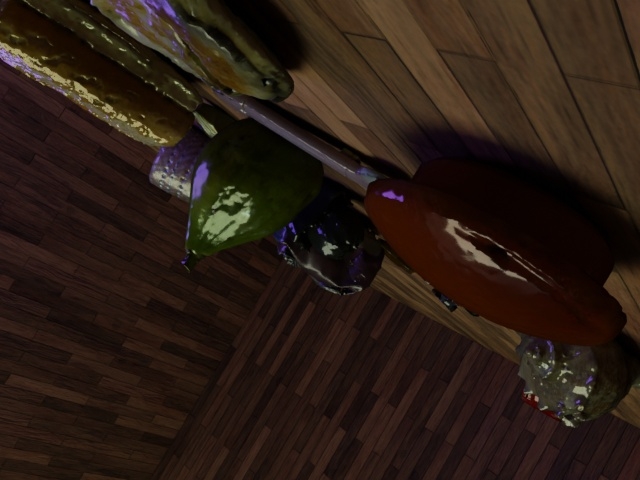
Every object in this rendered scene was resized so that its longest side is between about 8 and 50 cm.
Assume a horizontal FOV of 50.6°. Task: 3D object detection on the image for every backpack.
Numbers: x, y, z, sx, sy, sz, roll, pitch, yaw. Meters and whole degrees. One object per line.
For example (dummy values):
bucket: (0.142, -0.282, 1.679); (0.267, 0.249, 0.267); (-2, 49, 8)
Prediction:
backpack: (0.000, 0.000, 1.780); (0.283, 0.197, 0.317); (34, -175, -16)

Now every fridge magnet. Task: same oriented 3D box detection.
fridge magnet: (0.221, 0.015, 0.879); (0.364, 0.155, 0.363); (31, 175, 3)

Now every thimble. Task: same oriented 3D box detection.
thimble: (-0.374, -0.214, 1.897); (0.148, 0.195, 0.229); (30, 174, -5)

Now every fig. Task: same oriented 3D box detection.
fig: (-0.155, -0.098, 1.284); (0.233, 0.314, 0.233); (48, 160, 24)

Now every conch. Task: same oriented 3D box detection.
conch: (0.526, 0.269, 1.431); (0.352, 0.210, 0.297); (36, -172, -33)

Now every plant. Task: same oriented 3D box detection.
plant: (-0.011, -0.062, 1.529); (0.256, 0.164, 0.142); (45, 177, 20)

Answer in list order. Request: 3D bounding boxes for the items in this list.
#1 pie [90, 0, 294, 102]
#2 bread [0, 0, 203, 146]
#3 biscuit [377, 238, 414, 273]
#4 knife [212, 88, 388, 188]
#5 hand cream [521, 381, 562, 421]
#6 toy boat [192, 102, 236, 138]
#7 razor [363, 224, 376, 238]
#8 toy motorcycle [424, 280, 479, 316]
pie: (-0.168, -0.271, 0.835); (0.339, 0.077, 0.339); (33, 178, 1)
bread: (-0.414, -0.323, 1.243); (0.375, 0.165, 0.237); (32, 178, -30)
biscuit: (0.211, 0.042, 1.904); (0.138, 0.031, 0.205); (41, 177, 5)
knife: (-0.024, -0.174, 1.150); (0.399, 0.038, 0.132); (31, 173, 8)
hand cream: (0.677, 0.410, 1.938); (0.125, 0.193, 0.193); (25, 173, 35)
toy boat: (-0.214, -0.238, 1.475); (0.066, 0.065, 0.172); (9, 157, 39)
razor: (0.126, -0.005, 1.927); (0.253, 0.042, 0.081); (174, 78, -83)
toy motorcycle: (0.323, 0.117, 1.732); (0.213, 0.082, 0.122); (40, 171, 21)
